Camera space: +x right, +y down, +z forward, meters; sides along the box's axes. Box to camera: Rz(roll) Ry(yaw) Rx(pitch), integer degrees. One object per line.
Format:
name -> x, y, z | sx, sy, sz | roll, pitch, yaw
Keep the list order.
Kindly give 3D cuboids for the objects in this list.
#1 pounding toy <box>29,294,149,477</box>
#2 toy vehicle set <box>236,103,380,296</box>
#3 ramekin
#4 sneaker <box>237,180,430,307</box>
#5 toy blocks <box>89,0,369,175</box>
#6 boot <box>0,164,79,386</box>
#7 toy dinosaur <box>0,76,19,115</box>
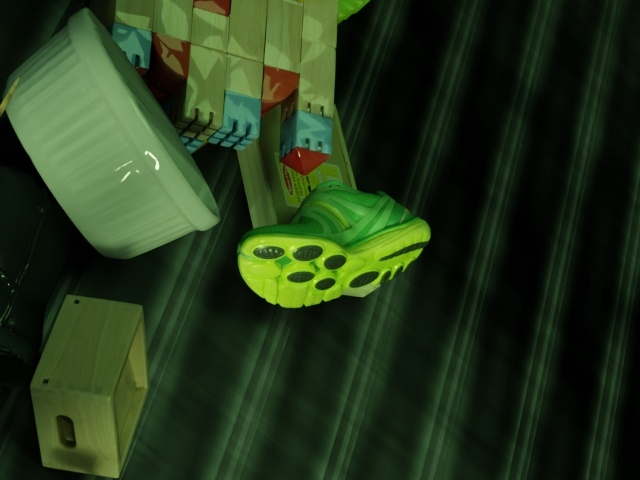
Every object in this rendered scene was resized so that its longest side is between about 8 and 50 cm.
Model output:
pounding toy -> -0.243, 0.192, 1.933 | 0.094, 0.181, 0.206 | 8, 46, 8
toy vehicle set -> -0.023, -0.063, 2.402 | 0.166, 0.035, 0.266 | 11, 56, -42
ramekin -> -0.229, -0.102, 2.055 | 0.273, 0.127, 0.273 | 57, 2, -3
sneaker -> 0.000, 0.000, 2.289 | 0.295, 0.109, 0.123 | -8, 47, -47
toy blocks -> -0.130, -0.216, 2.292 | 0.381, 0.191, 0.260 | 14, 65, -25
boot -> -0.359, 0.006, 1.941 | 0.246, 0.094, 0.207 | 37, 45, -33
toy dinosaur -> -0.386, -0.086, 1.864 | 0.212, 0.112, 0.064 | -8, 27, -22
